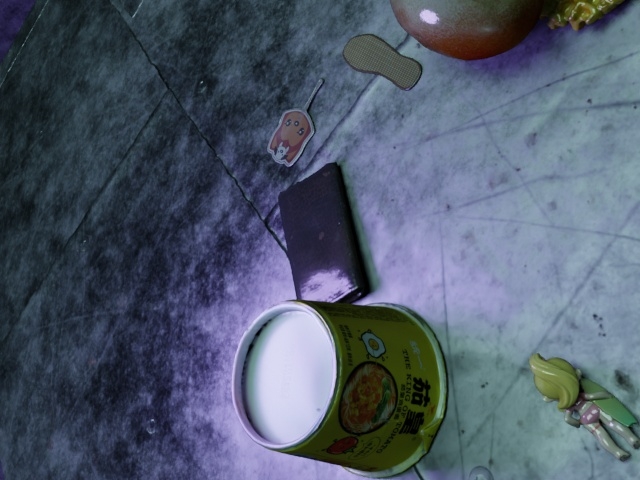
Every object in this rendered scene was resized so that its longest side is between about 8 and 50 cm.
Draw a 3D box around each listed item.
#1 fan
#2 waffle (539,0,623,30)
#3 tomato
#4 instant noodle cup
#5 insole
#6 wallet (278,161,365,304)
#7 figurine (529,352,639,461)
[{"bbox_3d":[-0.050,-0.276,1.682,0.132,0.009,0.220,41,106,42],"label":"fan"},{"bbox_3d":[0.463,-0.478,1.230,0.249,0.056,0.253,-17,64,41],"label":"waffle"},{"bbox_3d":[0.246,-0.465,1.260,0.303,0.239,0.303,176,90,-69],"label":"tomato"},{"bbox_3d":[0.020,0.244,1.271,0.326,0.254,0.325,-16,65,39],"label":"instant noodle cup"},{"bbox_3d":[0.128,-0.385,1.552,0.253,0.005,0.086,39,104,43],"label":"insole"},{"bbox_3d":[0.000,0.000,1.520,0.170,0.044,0.321,-32,53,31],"label":"wallet"},{"bbox_3d":[0.381,0.236,1.063,0.083,0.083,0.187,-51,58,18],"label":"figurine"}]
